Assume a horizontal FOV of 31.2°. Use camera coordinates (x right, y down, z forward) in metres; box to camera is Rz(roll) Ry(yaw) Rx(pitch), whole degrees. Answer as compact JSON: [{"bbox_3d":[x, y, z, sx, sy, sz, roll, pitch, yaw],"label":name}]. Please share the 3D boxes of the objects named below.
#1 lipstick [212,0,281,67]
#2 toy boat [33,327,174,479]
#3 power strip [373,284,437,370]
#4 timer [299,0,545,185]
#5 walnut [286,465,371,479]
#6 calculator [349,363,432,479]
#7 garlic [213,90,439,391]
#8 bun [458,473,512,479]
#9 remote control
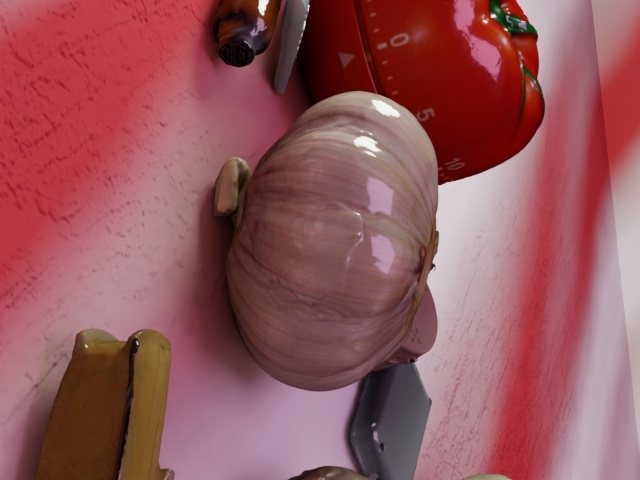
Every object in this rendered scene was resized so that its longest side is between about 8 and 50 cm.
[{"bbox_3d":[-0.058,-0.362,1.381,0.077,0.077,0.418,57,34,-41],"label":"lipstick"},{"bbox_3d":[-0.170,0.218,0.888,0.121,0.089,0.321,64,26,-57],"label":"toy boat"},{"bbox_3d":[0.080,0.089,1.469,0.154,0.078,0.154,36,42,-41],"label":"power strip"},{"bbox_3d":[0.130,-0.259,1.509,0.378,0.279,0.378,40,43,-53],"label":"timer"},{"bbox_3d":[0.019,0.325,1.176,0.230,0.178,0.178,40,45,-61],"label":"walnut"},{"bbox_3d":[0.095,0.236,1.514,0.246,0.045,0.141,-68,141,-51],"label":"calculator"},{"bbox_3d":[0.016,0.005,1.198,0.322,0.241,0.322,-10,90,-80],"label":"garlic"},{"bbox_3d":[0.217,0.493,1.490,0.361,0.213,0.361,-22,90,-78],"label":"bun"},{"bbox_3d":[-0.035,-0.246,1.352,0.162,0.029,0.061,110,-6,-53],"label":"remote control"}]
